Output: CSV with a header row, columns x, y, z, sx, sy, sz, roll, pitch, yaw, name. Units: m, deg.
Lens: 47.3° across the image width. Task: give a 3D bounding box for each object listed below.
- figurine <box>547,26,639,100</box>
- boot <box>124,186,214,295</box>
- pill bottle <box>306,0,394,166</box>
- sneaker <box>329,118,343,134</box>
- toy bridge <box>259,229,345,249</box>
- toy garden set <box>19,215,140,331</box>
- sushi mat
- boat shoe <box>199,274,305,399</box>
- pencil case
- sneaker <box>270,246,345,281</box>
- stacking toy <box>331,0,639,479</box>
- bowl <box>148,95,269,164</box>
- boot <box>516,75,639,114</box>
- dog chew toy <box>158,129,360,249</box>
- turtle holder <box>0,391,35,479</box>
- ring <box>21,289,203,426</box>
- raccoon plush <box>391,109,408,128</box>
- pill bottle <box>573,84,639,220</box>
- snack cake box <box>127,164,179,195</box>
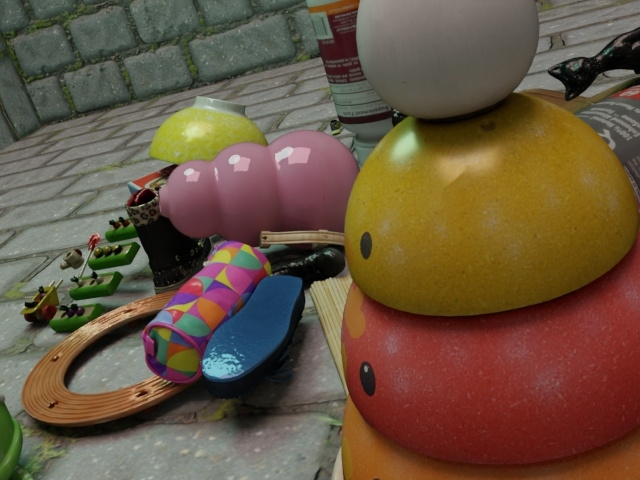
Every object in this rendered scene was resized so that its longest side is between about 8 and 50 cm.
x,y,z,sx,sy,sz,roll,pitch,yaw,name
0.539,-0.259,1.286,0.209,0.214,0.092,-23,-18,1,figurine
-0.266,-0.021,1.311,0.085,0.178,0.236,-13,22,10,boot
0.125,-0.360,1.538,0.224,0.392,0.224,-15,23,6,pill bottle
0.042,-0.310,1.950,0.031,0.035,0.083,-12,23,11,sneaker
0.000,0.000,1.153,0.188,0.026,0.063,3,-10,-11,toy bridge
-0.429,0.050,1.319,0.204,0.049,0.244,-9,45,36,toy garden set
0.078,0.106,0.977,0.151,0.019,0.316,-18,22,-3,sushi mat
-0.066,0.134,0.938,0.109,0.089,0.258,7,25,20,boat shoe
-0.152,0.090,0.998,0.104,0.104,0.236,-7,24,23,pencil case
-0.046,0.054,1.144,0.170,0.051,0.089,-8,18,44,sneaker
0.126,0.011,0.556,0.351,0.479,0.350,-15,22,6,stacking toy
-0.243,-0.247,1.698,0.290,0.156,0.289,10,8,-1,bowl
0.514,-0.276,1.463,0.236,0.089,0.269,-22,21,-13,boot
-0.102,-0.078,1.228,0.332,0.206,0.206,-6,19,-16,dog chew toy
-0.500,0.217,0.863,0.243,0.227,0.320,-25,24,-17,turtle holder
-0.267,0.167,1.072,0.337,0.032,0.336,-16,22,6,ring
0.308,-0.288,1.276,0.216,0.446,0.299,8,1,-44,raccoon plush
0.301,-0.036,0.894,0.363,0.210,0.210,-26,24,-20,pill bottle
-0.323,-0.101,1.661,0.152,0.089,0.264,-27,24,-20,snack cake box
